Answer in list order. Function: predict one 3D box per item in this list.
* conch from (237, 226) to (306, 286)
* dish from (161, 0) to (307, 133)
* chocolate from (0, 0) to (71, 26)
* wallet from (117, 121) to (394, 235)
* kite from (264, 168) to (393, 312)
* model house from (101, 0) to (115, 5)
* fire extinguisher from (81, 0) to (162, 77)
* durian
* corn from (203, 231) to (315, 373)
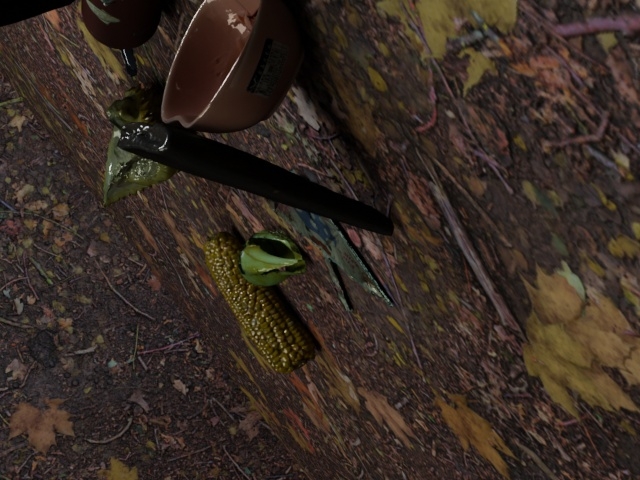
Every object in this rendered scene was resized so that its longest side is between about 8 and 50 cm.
[{"bbox_3d":[-0.089,0.030,1.729,0.201,0.080,0.094,-24,89,56],"label":"conch"},{"bbox_3d":[-0.089,-0.202,1.165,0.090,0.213,0.213,25,178,-28],"label":"dish"},{"bbox_3d":[-0.580,-0.505,1.608,0.384,0.384,0.331,3,112,69],"label":"chocolate"},{"bbox_3d":[-0.073,-0.075,1.225,0.321,0.044,0.170,18,179,-30],"label":"wallet"},{"bbox_3d":[0.000,0.000,1.535,0.335,0.011,0.314,41,160,41],"label":"kite"},{"bbox_3d":[-0.237,-0.393,1.060,0.215,0.198,0.224,38,160,8],"label":"model house"},{"bbox_3d":[-0.268,-0.337,1.398,0.337,0.114,0.135,142,112,-74],"label":"fire extinguisher"},{"bbox_3d":[-0.318,-0.173,1.792,0.172,0.166,0.306,54,154,-9],"label":"durian"},{"bbox_3d":[-0.126,0.119,1.965,0.313,0.102,0.102,53,164,2],"label":"corn"}]
